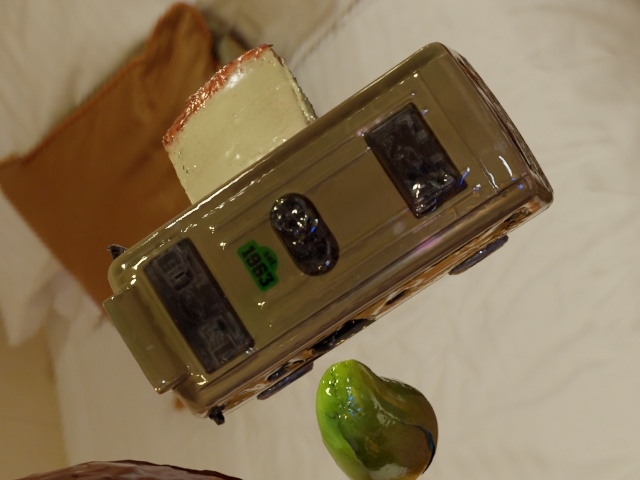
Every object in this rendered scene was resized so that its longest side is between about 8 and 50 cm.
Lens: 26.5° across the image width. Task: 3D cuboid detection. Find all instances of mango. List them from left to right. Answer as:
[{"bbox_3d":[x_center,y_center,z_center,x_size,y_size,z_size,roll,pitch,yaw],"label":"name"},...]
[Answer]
[{"bbox_3d":[0.063,0.205,1.514,0.111,0.233,0.125,23,63,35],"label":"mango"}]

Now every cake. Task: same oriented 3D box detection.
[{"bbox_3d":[-0.048,-0.058,1.464,0.160,0.262,0.158,-30,56,3],"label":"cake"}]

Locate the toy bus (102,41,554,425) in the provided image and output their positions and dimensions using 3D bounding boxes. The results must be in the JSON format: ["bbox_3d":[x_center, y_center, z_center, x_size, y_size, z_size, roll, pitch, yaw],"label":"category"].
[{"bbox_3d":[0.000,0.000,0.887,0.289,0.157,0.139,-32,83,10],"label":"toy bus"}]

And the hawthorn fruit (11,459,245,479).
[{"bbox_3d":[-0.061,0.200,0.441,0.230,0.210,0.266,49,147,14],"label":"hawthorn fruit"}]
